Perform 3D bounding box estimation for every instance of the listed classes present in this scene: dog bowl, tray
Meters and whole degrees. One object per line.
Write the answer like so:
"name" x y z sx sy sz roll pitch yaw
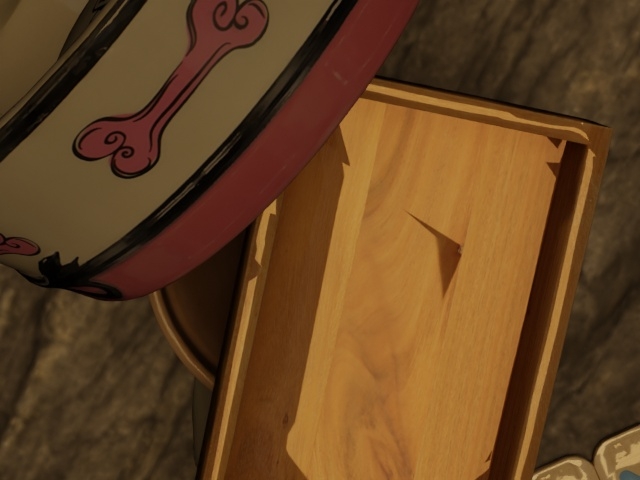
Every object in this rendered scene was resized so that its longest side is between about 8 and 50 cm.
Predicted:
"dog bowl" -0.087 -0.141 1.159 0.150 0.408 0.408 37 95 -22
"tray" 0.034 0.106 1.242 0.203 0.076 0.411 11 98 -7

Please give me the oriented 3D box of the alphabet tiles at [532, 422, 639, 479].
"alphabet tiles" 0.219 0.284 1.423 0.284 0.021 0.278 -23 100 0

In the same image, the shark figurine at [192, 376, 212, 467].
"shark figurine" -0.002 0.209 1.346 0.278 0.116 0.166 36 98 -3

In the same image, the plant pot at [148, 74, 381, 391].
"plant pot" 0.000 0.000 1.318 0.237 0.110 0.237 0 98 -4
